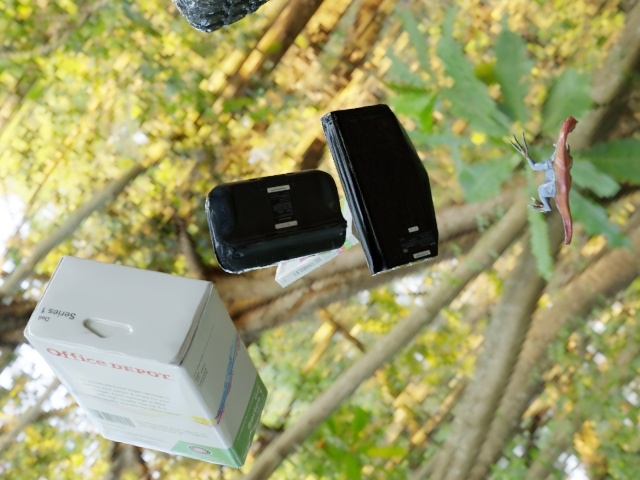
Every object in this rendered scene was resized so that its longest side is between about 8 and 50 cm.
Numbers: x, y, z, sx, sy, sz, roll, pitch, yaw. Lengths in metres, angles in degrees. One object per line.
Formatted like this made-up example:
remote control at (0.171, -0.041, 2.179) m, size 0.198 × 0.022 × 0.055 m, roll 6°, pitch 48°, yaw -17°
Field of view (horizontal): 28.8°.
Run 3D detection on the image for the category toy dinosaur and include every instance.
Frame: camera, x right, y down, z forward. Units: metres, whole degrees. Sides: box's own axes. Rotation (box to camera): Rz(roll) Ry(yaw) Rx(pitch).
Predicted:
toy dinosaur at (0.195, -0.057, 0.994) m, size 0.090 × 0.047 × 0.082 m, roll 51°, pitch 155°, yaw 17°

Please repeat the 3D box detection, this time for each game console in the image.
game console at (0.005, -0.052, 1.525) m, size 0.361 × 0.044 × 0.213 m, roll -12°, pitch -98°, yaw -43°

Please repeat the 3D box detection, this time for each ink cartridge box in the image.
ink cartridge box at (-0.199, 0.149, 1.490) m, size 0.201 × 0.117 × 0.278 m, roll 9°, pitch 149°, yaw 19°

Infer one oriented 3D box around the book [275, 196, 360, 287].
book at (0.000, 0.000, 1.786) m, size 0.035 × 0.144 × 0.096 m, roll 45°, pitch -148°, yaw -24°

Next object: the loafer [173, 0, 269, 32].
loafer at (-0.040, -0.266, 1.142) m, size 0.078 × 0.223 × 0.076 m, roll 57°, pitch 157°, yaw 12°
